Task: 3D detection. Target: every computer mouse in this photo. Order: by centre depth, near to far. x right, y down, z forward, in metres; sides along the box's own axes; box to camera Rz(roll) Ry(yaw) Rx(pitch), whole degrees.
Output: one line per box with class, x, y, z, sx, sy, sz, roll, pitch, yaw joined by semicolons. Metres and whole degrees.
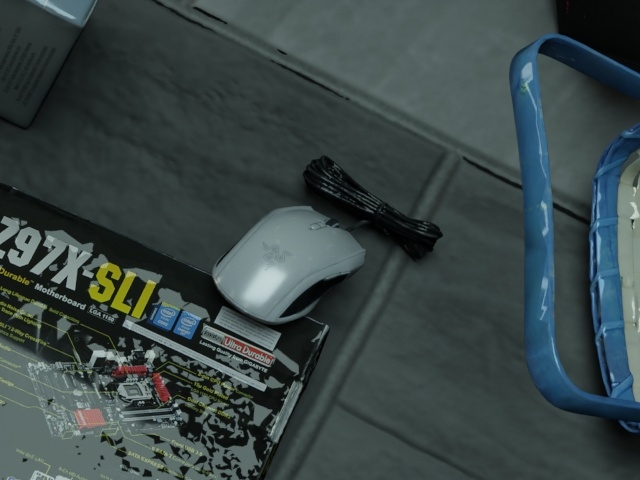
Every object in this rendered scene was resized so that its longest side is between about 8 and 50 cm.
computer mouse;0.000;0.000;1.337;0.106;0.042;0.193;38;34;12

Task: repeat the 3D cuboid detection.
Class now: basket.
basket;0.245;0.015;1.311;0.289;0.201;0.255;20;59;-35

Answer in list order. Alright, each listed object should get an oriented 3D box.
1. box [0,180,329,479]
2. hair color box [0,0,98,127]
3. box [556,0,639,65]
box;-0.190;0.110;1.287;0.322;0.079;0.257;23;63;2
hair color box;-0.322;-0.233;1.319;0.374;0.185;0.114;27;65;-10
box;0.251;-0.271;1.410;0.143;0.165;0.270;-11;105;-13
